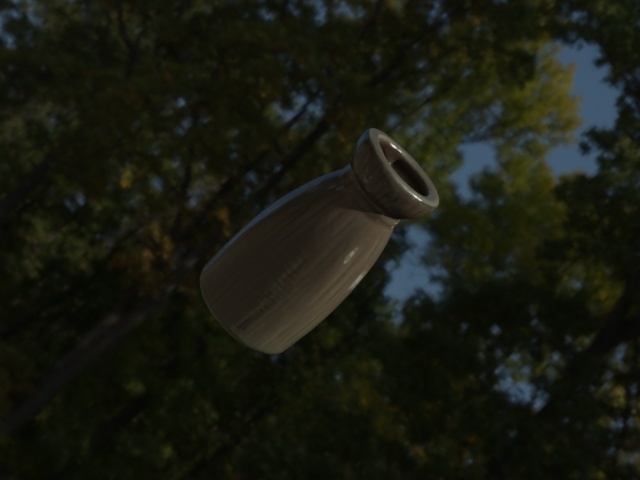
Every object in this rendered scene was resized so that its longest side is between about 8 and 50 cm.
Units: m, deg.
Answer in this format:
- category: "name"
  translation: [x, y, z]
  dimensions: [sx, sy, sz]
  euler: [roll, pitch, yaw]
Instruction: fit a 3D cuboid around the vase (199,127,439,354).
- category: "vase"
  translation: [0.000, 0.000, 0.503]
  dimensions: [0.053, 0.100, 0.053]
  euler: [41, 21, -20]
